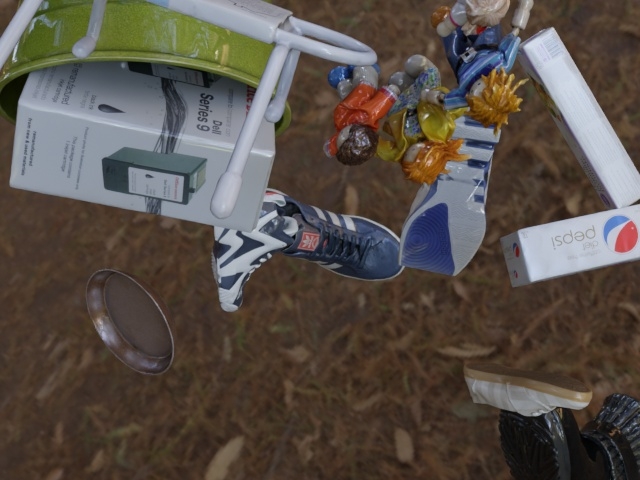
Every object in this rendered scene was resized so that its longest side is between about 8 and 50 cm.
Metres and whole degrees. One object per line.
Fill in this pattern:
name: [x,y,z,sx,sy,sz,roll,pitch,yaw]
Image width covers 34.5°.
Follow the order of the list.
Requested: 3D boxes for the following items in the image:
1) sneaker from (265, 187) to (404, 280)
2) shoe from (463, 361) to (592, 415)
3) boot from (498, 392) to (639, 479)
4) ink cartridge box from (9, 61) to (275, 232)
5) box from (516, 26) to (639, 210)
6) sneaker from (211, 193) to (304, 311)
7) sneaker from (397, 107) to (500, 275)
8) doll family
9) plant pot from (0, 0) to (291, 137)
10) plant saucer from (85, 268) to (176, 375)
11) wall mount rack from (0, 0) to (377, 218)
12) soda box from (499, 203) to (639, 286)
sneaker: [0.000,0.000,2.039,0.350,0.148,0.131,18,101,4]
shoe: [0.286,0.212,1.432,0.219,0.076,0.058,5,95,55]
boot: [0.427,0.315,1.643,0.260,0.348,0.131,-34,36,-23]
ink cartridge box: [-0.204,-0.138,1.240,0.211,0.289,0.121,-95,19,-53]
box: [0.433,-0.200,1.717,0.067,0.324,0.063,-34,8,-1]
sneaker: [-0.101,0.015,1.691,0.153,0.235,0.094,-8,33,-10]
sneaker: [0.222,-0.110,1.668,0.127,0.315,0.182,15,22,5]
doll family: [0.114,-0.141,0.902,0.263,0.118,0.163,-46,27,31]
plant pot: [-0.216,-0.327,1.323,0.366,0.366,0.353,-7,76,32]
plant saucer: [-0.258,0.109,1.436,0.168,0.168,0.029,5,28,38]
wall mount rack: [-0.136,-0.152,0.872,0.304,0.350,0.130,-73,1,-71]
soda box: [0.361,0.005,1.403,0.216,0.069,0.074,-12,84,-12]
